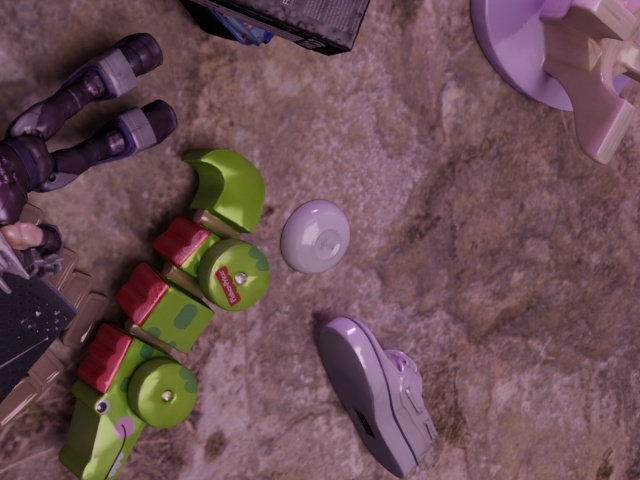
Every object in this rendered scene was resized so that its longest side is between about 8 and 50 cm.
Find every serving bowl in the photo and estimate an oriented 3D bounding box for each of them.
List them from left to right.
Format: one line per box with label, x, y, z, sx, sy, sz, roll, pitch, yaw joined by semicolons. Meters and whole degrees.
serving bowl;0.000;0.000;1.276;0.083;0.027;0.083;-16;118;-31

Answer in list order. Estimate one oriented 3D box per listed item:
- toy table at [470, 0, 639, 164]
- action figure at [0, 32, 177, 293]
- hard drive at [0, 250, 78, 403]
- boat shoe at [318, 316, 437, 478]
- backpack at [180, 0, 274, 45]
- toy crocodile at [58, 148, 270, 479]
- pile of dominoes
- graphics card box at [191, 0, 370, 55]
toy table;0.307;-0.220;1.319;0.274;0.161;0.252;11;103;-39
action figure;-0.234;-0.067;0.979;0.285;0.099;0.185;-39;115;-45
hard drive;-0.338;0.050;0.989;0.172;0.054;0.254;-50;136;-5
boat shoe;0.071;0.164;1.367;0.084;0.095;0.258;-41;138;-20
backpack;-0.063;-0.278;1.055;0.173;0.117;0.158;-50;129;-9
toy crocodile;-0.152;0.072;1.143;0.105;0.115;0.341;33;86;-35
pile of dominoes;-0.313;0.053;1.083;0.196;0.040;0.251;-43;136;-14
graphics card box;-0.110;-0.313;0.915;0.370;0.094;0.233;19;91;-12
